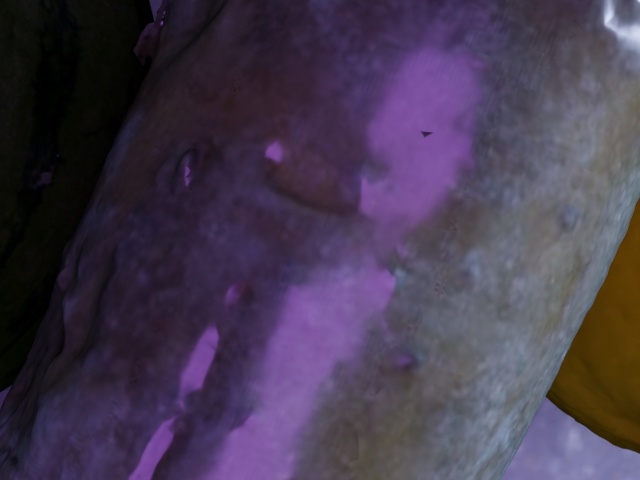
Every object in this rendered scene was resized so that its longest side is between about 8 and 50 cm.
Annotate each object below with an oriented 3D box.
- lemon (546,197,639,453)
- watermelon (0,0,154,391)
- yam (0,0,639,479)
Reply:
[{"bbox_3d":[0.139,-0.021,0.508,0.178,0.178,0.203,18,81,-12],"label":"lemon"},{"bbox_3d":[-0.136,-0.029,0.444,0.188,0.188,0.215,8,74,-11],"label":"watermelon"},{"bbox_3d":[0.000,0.000,0.392,0.133,0.133,0.330,28,80,-12],"label":"yam"}]
